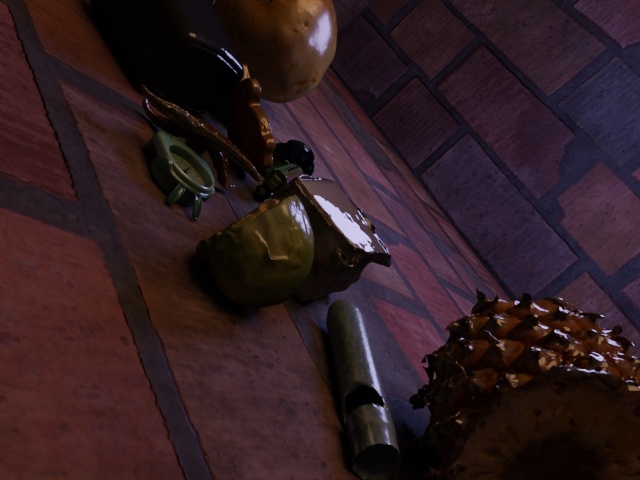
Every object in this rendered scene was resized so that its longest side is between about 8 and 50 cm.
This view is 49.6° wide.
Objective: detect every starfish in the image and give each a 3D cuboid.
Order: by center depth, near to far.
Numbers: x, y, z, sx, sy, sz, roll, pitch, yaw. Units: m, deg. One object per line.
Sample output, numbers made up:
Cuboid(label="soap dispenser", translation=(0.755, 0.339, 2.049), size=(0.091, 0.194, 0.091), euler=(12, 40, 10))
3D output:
Cuboid(label="starfish", translation=(-0.184, -0.159, 1.042), size=(0.213, 0.057, 0.238), euler=(26, -17, 29))

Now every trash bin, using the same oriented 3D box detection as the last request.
Cuboid(label="trash bin", translation=(-0.273, -0.384, 1.230), size=(0.209, 0.182, 0.290), euler=(22, 35, -60))

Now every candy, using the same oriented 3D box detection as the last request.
Cuboid(label="candy", translation=(0.000, 0.000, 1.095), size=(0.185, 0.137, 0.195), euler=(51, 17, 12))

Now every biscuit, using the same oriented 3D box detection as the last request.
Cuboid(label="biscuit", translation=(-0.139, -0.215, 1.269), size=(0.036, 0.166, 0.225), euler=(-8, 64, -27))

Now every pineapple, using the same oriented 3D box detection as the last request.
Cuboid(label="pineapple", translation=(0.287, 0.236, 0.951), size=(0.352, 0.352, 0.300), euler=(44, 9, -14))

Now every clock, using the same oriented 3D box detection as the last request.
Cuboid(label="clock", translation=(-0.195, -0.090, 0.970), size=(0.101, 0.041, 0.135), euler=(37, 20, -39))

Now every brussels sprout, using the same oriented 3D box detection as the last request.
Cuboid(label="brussels sprout", translation=(-0.067, 0.019, 0.869), size=(0.151, 0.149, 0.122), euler=(-36, 101, -36))

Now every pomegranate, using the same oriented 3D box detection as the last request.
Cuboid(label="pomegranate", translation=(-0.121, -0.510, 1.744), size=(0.342, 0.342, 0.342), euler=(43, 16, -16))

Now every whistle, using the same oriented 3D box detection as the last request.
Cuboid(label="whistle", translation=(0.051, 0.184, 0.927), size=(0.062, 0.062, 0.312), euler=(41, 17, -23))

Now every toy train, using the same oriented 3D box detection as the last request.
Cuboid(label="toy train", translation=(-0.075, -0.106, 1.273), size=(0.038, 0.071, 0.148), euler=(47, 15, 0))

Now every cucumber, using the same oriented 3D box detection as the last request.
Cuboid(label="cucumber", translation=(-0.063, -0.160, 1.434), size=(0.115, 0.086, 0.193), euler=(47, 21, -7))

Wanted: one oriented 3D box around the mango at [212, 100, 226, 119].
Cuboid(label="mango", translation=(-0.181, -0.285, 1.412), size=(0.184, 0.085, 0.102), euler=(54, 9, -17))

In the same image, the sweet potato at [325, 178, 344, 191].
Cuboid(label="sweet potato", translation=(0.018, -0.097, 1.499), size=(0.077, 0.077, 0.244), euler=(50, 17, 7))
